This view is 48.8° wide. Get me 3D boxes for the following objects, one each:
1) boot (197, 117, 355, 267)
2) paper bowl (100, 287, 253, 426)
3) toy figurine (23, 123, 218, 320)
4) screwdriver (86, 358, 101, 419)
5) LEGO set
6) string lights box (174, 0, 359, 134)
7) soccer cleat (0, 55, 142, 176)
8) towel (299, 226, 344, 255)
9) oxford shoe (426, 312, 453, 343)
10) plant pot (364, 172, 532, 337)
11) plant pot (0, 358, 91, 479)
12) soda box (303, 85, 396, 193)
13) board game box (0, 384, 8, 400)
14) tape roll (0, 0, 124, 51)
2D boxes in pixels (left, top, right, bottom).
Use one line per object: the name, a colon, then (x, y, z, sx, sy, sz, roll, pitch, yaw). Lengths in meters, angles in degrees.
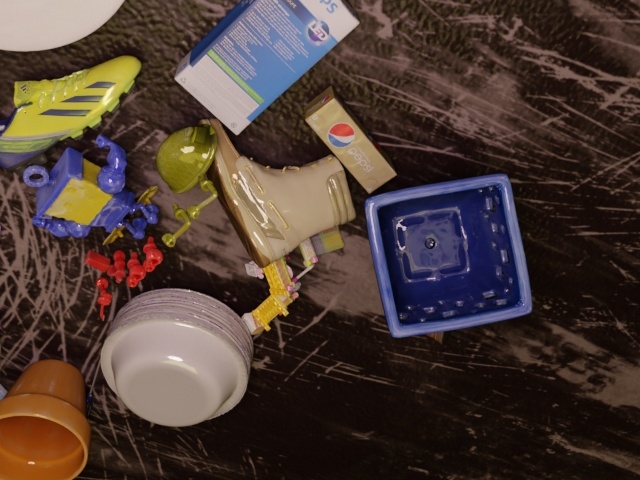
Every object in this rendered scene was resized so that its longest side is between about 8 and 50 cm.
boot: (-0.073, -0.111, 1.180, 0.203, 0.095, 0.262, -27, 88, -17)
paper bowl: (-0.276, 0.242, 1.347, 0.284, 0.148, 0.284, 1, 126, 2)
toy figurine: (-0.345, -0.064, 1.092, 0.217, 0.191, 0.362, 27, 127, -32)
screwdriver: (-0.475, 0.311, 1.473, 0.025, 0.024, 0.170, 4, 121, -44)
LEGO set: (-0.076, 0.067, 1.316, 0.132, 0.107, 0.287, 25, 134, 29)
string lights box: (-0.083, -0.299, 1.073, 0.259, 0.077, 0.133, -38, 119, 18)
soccer cleat: (-0.408, -0.212, 1.091, 0.289, 0.093, 0.121, -31, 114, 14)
towel: (0.000, 0.000, 1.317, 0.083, 0.009, 0.060, -18, 124, 7)
oxford shoe: (0.231, 0.097, 1.372, 0.076, 0.076, 0.212, 23, 114, 27)
plant pot: (0.202, 0.015, 1.199, 0.236, 0.212, 0.236, -11, 96, 2)
plant pot: (-0.543, 0.343, 1.383, 0.205, 0.188, 0.205, -2, 123, -4)
soda box: (0.051, -0.166, 1.184, 0.061, 0.058, 0.181, -35, 119, 16)
board game box: (-0.687, 0.337, 1.465, 0.090, 0.020, 0.090, -23, 121, 10)
tape roll: (-0.427, -0.450, 0.944, 0.392, 0.072, 0.392, -2, 124, -4)
